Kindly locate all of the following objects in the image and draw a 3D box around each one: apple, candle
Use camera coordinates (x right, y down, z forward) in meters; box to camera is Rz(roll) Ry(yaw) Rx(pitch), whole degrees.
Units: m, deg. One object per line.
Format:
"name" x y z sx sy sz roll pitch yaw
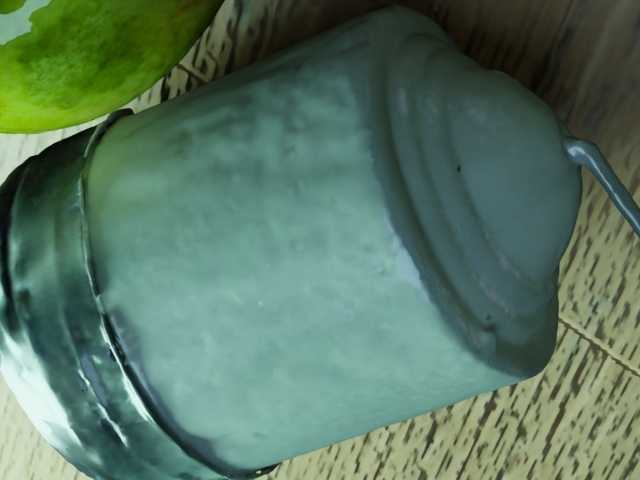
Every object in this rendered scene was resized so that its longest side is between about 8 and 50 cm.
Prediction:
"apple" -0.155 -0.170 0.877 0.246 0.226 0.246 6 124 9
"candle" 0.000 0.000 0.974 0.342 0.221 0.221 -23 117 23
